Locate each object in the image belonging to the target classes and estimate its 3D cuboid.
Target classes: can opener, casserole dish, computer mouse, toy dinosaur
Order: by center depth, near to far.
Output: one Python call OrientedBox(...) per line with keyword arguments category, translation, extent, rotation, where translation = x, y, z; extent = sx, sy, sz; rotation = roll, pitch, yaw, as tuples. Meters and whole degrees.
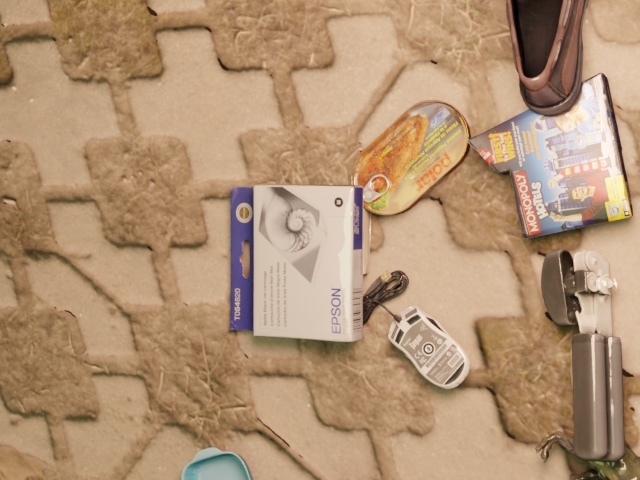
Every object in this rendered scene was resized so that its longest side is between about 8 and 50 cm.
OrientedBox(category="can opener", translation=(0.349, 0.147, 1.488), extent=(0.093, 0.074, 0.281), rotation=(-20, 66, 48))
OrientedBox(category="toy dinosaur", translation=(0.360, 0.285, 1.511), extent=(0.118, 0.064, 0.268), rotation=(-33, 73, 16))
OrientedBox(category="computer mouse", translation=(0.133, 0.133, 1.604), extent=(0.193, 0.042, 0.106), rotation=(45, 100, 21))
OrientedBox(category="casserole dish", translation=(-0.139, 0.400, 1.706), extent=(0.114, 0.037, 0.189), rotation=(-20, 84, 19))

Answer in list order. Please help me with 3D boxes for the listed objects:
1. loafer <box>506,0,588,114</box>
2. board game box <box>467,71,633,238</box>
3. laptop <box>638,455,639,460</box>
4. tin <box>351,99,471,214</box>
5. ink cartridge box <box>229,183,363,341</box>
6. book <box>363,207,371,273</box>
OrientedBox(category="loafer", translation=(0.292, -0.319, 1.486), extent=(0.109, 0.095, 0.303), rotation=(-7, 74, 26))
OrientedBox(category="board game box", translation=(0.305, -0.106, 1.529), extent=(0.194, 0.060, 0.194), rotation=(-12, 86, 21))
OrientedBox(category="laptop", translation=(0.673, 0.247, 1.370), extent=(0.382, 0.236, 0.408), rotation=(43, 85, 15))
OrientedBox(category="tin", translation=(0.129, -0.114, 1.607), extent=(0.189, 0.040, 0.106), rotation=(-42, 72, 14))
OrientedBox(category="ink cartridge box", translation=(-0.045, 0.029, 1.638), extent=(0.223, 0.045, 0.223), rotation=(1, 92, 28))
OrientedBox(category="book", translation=(0.000, 0.000, 1.658), extent=(0.144, 0.035, 0.096), rotation=(2, 92, 22))
